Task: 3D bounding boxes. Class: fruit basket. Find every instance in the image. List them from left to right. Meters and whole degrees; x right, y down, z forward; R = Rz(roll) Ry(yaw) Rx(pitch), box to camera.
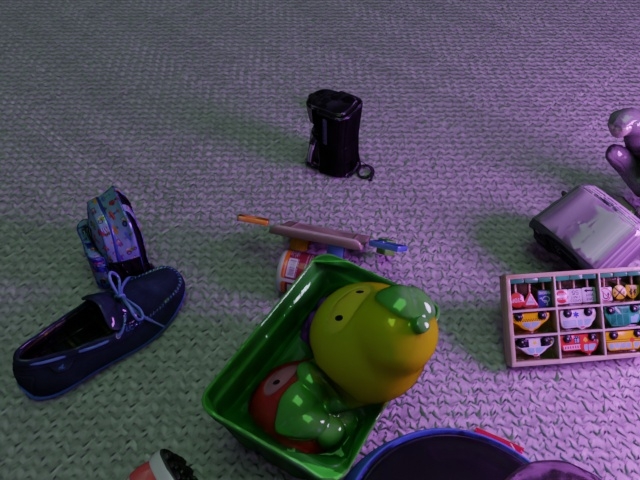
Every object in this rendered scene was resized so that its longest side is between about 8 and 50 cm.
[{"bbox_3d":[0.028,0.168,0.990,0.283,0.391,0.392,24,51,19],"label":"fruit basket"}]

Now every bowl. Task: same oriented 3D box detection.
[{"bbox_3d":[0.194,0.444,0.891,0.392,0.077,0.390,6,50,-7],"label":"bowl"}]

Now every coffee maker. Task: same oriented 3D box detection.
[{"bbox_3d":[0.050,-0.247,1.499,0.172,0.178,0.120,8,48,6],"label":"coffee maker"}]

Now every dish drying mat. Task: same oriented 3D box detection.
[{"bbox_3d":[0.295,0.341,1.076,0.083,0.008,0.032,21,51,17],"label":"dish drying mat"}]

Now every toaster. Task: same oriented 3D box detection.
[{"bbox_3d":[0.545,-0.006,1.294,0.146,0.129,0.227,-44,56,5],"label":"toaster"}]

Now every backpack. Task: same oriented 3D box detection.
[{"bbox_3d":[-0.412,-0.012,1.272,0.117,0.173,0.158,-20,52,-19],"label":"backpack"}]

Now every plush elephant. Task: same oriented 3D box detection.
[{"bbox_3d":[0.721,-0.090,1.342,0.272,0.330,0.255,10,69,25],"label":"plush elephant"}]

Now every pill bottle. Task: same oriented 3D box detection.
[{"bbox_3d":[-0.005,0.072,1.266,0.152,0.086,0.086,12,48,8],"label":"pill bottle"}]

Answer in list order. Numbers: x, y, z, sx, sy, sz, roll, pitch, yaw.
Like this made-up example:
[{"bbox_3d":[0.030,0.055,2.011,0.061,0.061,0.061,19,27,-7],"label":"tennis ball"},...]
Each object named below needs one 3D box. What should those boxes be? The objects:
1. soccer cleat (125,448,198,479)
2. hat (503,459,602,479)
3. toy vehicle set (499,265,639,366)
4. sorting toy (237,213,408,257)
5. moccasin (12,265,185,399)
[{"bbox_3d":[-0.187,0.453,0.911,0.116,0.108,0.318,-38,59,-5],"label":"soccer cleat"},{"bbox_3d":[0.299,0.443,0.779,0.332,0.133,0.331,19,39,-16],"label":"hat"},{"bbox_3d":[0.468,0.137,1.187,0.267,0.035,0.165,-4,86,-5],"label":"toy vehicle set"},{"bbox_3d":[0.000,0.000,1.303,0.348,0.047,0.196,11,5,8],"label":"sorting toy"},{"bbox_3d":[-0.381,0.150,1.160,0.138,0.116,0.342,30,53,24],"label":"moccasin"}]
